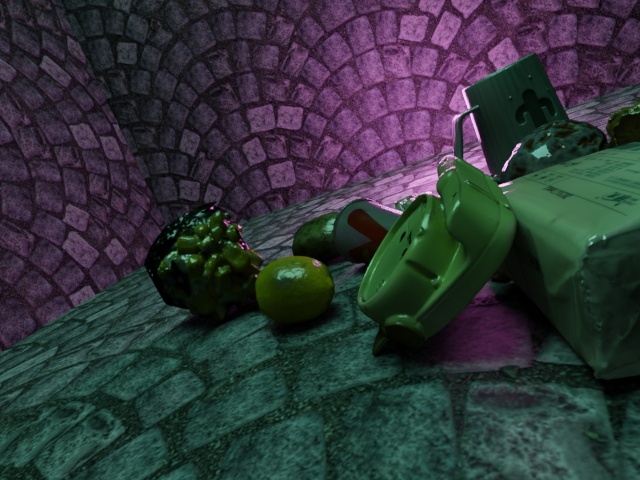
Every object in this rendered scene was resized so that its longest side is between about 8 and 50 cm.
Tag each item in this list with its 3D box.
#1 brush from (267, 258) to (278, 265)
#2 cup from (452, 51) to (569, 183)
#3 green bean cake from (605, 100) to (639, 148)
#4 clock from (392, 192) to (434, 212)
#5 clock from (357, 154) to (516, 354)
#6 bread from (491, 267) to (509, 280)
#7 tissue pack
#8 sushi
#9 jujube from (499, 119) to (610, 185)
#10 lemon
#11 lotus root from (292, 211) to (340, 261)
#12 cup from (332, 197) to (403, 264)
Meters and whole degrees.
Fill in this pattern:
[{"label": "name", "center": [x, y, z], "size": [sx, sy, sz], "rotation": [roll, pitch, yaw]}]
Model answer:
[{"label": "brush", "center": [-0.166, 0.097, 1.555], "size": [0.043, 0.036, 0.248], "rotation": [-20, 5, -14]}, {"label": "cup", "center": [0.682, -0.407, 1.487], "size": [0.401, 0.392, 0.310], "rotation": [-33, 11, -24]}, {"label": "green bean cake", "center": [0.766, -0.210, 0.885], "size": [0.224, 0.229, 0.131], "rotation": [-14, 13, 45]}, {"label": "clock", "center": [0.325, -0.104, 1.424], "size": [0.144, 0.103, 0.231], "rotation": [-21, 9, 43]}, {"label": "clock", "center": [0.173, 0.038, 0.726], "size": [0.348, 0.117, 0.286], "rotation": [-58, 3, 27]}, {"label": "bread", "center": [0.386, 0.041, 0.853], "size": [0.103, 0.049, 0.062], "rotation": [-27, 14, -17]}, {"label": "tissue pack", "center": [0.438, -0.003, 0.594], "size": [0.297, 0.207, 0.380], "rotation": [-17, 13, 13]}, {"label": "sushi", "center": [-0.348, 0.088, 1.258], "size": [0.329, 0.327, 0.285], "rotation": [-24, 24, -15]}, {"label": "jujube", "center": [0.575, -0.176, 1.026], "size": [0.246, 0.215, 0.308], "rotation": [-32, -2, 39]}, {"label": "lemon", "center": [-0.061, 0.119, 1.005], "size": [0.207, 0.170, 0.170], "rotation": [-10, 16, 16]}, {"label": "lotus root", "center": [0.000, 0.000, 1.439], "size": [0.309, 0.173, 0.173], "rotation": [-20, 11, 43]}, {"label": "cup", "center": [0.182, -0.004, 1.100], "size": [0.203, 0.203, 0.288], "rotation": [-27, 20, -21]}]
